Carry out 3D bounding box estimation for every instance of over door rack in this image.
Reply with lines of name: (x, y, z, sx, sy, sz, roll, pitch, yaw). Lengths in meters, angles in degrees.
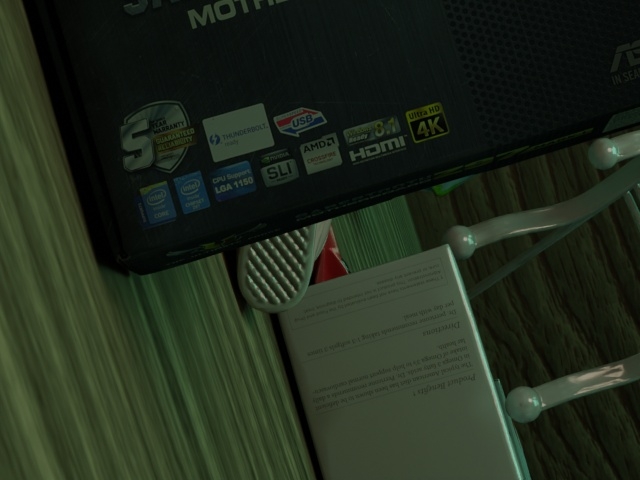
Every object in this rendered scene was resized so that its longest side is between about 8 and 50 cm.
over door rack: (0.131, 0.116, 1.157, 0.324, 0.108, 0.239, -44, -122, 45)

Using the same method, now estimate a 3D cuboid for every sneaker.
sneaker: (-0.014, -0.033, 0.950, 0.070, 0.051, 0.134, -104, -152, -85)

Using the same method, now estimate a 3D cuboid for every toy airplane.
toy airplane: (0.000, 0.000, 1.278, 0.151, 0.028, 0.151, -17, 90, -83)

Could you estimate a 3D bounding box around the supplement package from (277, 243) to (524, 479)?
supplement package: (0.052, 0.106, 1.055, 0.105, 0.105, 0.179, 55, 19, -80)

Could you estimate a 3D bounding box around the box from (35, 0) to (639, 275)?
box: (0.015, -0.108, 0.672, 0.059, 0.233, 0.183, 79, -5, -82)

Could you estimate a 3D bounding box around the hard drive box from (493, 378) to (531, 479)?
hard drive box: (0.173, 0.282, 1.834, 0.181, 0.089, 0.232, 65, 9, -58)

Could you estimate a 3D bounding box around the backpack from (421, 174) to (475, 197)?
backpack: (0.083, -0.215, 1.820, 0.355, 0.273, 0.290, 46, 15, -26)
